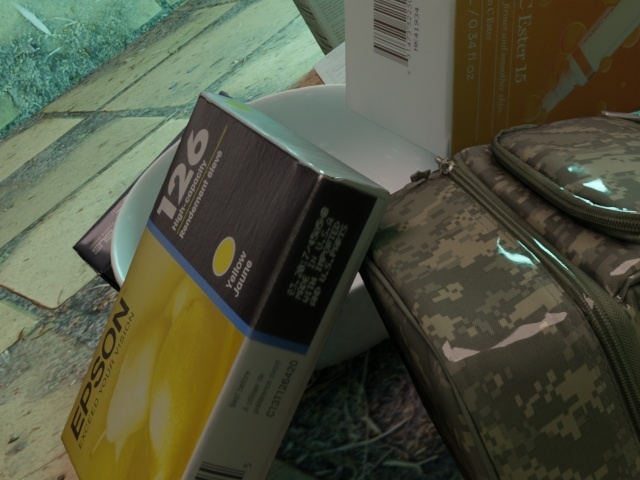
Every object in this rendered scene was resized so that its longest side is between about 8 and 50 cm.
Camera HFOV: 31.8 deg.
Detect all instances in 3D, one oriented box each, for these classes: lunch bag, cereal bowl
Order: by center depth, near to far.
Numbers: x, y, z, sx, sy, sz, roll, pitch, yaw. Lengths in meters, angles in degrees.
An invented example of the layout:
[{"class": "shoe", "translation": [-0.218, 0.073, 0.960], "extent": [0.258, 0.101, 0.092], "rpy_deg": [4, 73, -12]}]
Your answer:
[{"class": "lunch bag", "translation": [0.179, 0.040, 0.718], "extent": [0.256, 0.213, 0.305], "rpy_deg": [-26, 21, -1]}, {"class": "cereal bowl", "translation": [-0.020, 0.004, 1.082], "extent": [0.338, 0.141, 0.339], "rpy_deg": [-13, 40, 11]}]

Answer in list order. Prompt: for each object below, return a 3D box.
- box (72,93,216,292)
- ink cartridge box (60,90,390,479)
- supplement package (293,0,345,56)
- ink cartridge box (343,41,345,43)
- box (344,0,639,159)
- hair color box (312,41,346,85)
[{"class": "box", "translation": [-0.145, -0.026, 1.271], "extent": [0.059, 0.183, 0.233], "rpy_deg": [38, 82, 29]}, {"class": "ink cartridge box", "translation": [-0.100, 0.051, 0.827], "extent": [0.307, 0.072, 0.304], "rpy_deg": [36, 106, 56]}, {"class": "supplement package", "translation": [0.044, -0.444, 1.812], "extent": [0.199, 0.263, 0.198], "rpy_deg": [-32, 22, 0]}, {"class": "ink cartridge box", "translation": [0.183, -0.242, 1.488], "extent": [0.275, 0.060, 0.239], "rpy_deg": [-28, 48, 13]}, {"class": "box", "translation": [0.207, -0.229, 1.022], "extent": [0.345, 0.215, 0.168], "rpy_deg": [-17, 30, -27]}, {"class": "hair color box", "translation": [0.066, -0.195, 1.452], "extent": [0.093, 0.053, 0.167], "rpy_deg": [-35, 44, 4]}]
